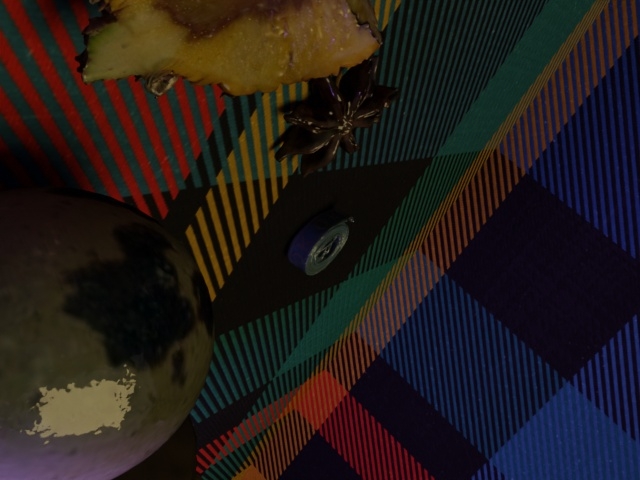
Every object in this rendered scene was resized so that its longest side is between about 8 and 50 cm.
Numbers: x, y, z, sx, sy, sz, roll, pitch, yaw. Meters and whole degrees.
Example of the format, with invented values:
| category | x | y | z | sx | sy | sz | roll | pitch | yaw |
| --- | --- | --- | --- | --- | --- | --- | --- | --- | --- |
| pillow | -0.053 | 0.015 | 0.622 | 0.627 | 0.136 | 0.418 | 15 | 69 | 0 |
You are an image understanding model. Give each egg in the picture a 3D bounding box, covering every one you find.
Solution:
| category | x | y | z | sx | sy | sz | roll | pitch | yaw |
| --- | --- | --- | --- | --- | --- | --- | --- | --- | --- |
| egg | -0.316 | 0.109 | 0.765 | 0.427 | 0.345 | 0.345 | 6 | 126 | -54 |

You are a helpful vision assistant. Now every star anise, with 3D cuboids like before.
| category | x | y | z | sx | sy | sz | roll | pitch | yaw |
| --- | --- | --- | --- | --- | --- | --- | --- | --- | --- |
| star anise | 0.032 | -0.227 | 1.276 | 0.288 | 0.088 | 0.288 | -27 | 152 | -15 |

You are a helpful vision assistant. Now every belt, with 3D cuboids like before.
| category | x | y | z | sx | sy | sz | roll | pitch | yaw |
| --- | --- | --- | --- | --- | --- | --- | --- | --- | --- |
| belt | -0.006 | 0.005 | 1.720 | 0.163 | 0.082 | 0.148 | -26 | 143 | -43 |

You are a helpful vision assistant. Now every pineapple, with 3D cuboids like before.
| category | x | y | z | sx | sy | sz | roll | pitch | yaw |
| --- | --- | --- | --- | --- | --- | --- | --- | --- | --- |
| pineapple | -0.135 | -0.291 | 0.686 | 0.286 | 0.209 | 0.344 | -24 | 143 | 16 |

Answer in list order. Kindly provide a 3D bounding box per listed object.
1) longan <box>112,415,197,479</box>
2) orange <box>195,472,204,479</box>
| category | x | y | z | sx | sy | sz | roll | pitch | yaw |
| --- | --- | --- | --- | --- | --- | --- | --- | --- | --- |
| longan | -0.402 | 0.374 | 1.044 | 0.436 | 0.404 | 0.404 | -43 | 163 | -12 |
| orange | -0.360 | 0.550 | 1.362 | 0.271 | 0.210 | 0.369 | -42 | 165 | -3 |
